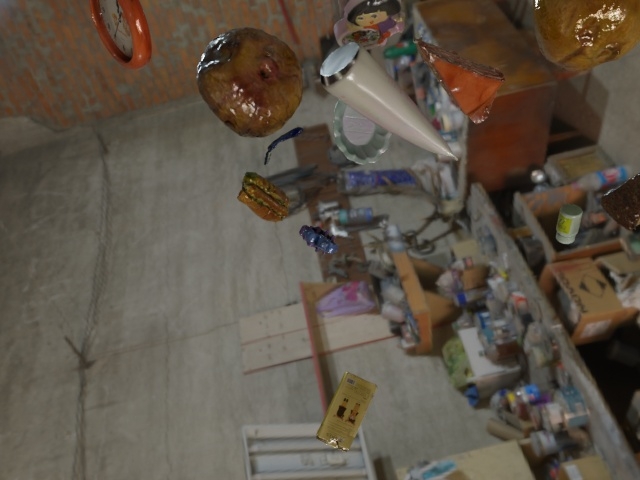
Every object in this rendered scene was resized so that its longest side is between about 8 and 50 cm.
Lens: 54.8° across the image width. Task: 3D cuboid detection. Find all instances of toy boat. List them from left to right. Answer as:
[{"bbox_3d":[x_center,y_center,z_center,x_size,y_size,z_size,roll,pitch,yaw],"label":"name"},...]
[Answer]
[{"bbox_3d":[0.122,-0.385,1.948,0.100,0.199,0.291,-165,77,-69],"label":"toy boat"}]

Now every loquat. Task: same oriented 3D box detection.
[{"bbox_3d":[0.637,-0.553,1.467,0.276,0.275,0.284,75,-175,-56],"label":"loquat"}]

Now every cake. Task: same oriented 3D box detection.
[{"bbox_3d":[0.324,-0.394,1.442,0.287,0.135,0.098,29,-143,-37],"label":"cake"},{"bbox_3d":[0.911,-0.163,1.784,0.135,0.112,0.246,45,151,39],"label":"cake"}]

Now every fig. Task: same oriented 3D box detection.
[{"bbox_3d":[-0.214,-0.393,1.683,0.368,0.286,0.286,-28,73,63],"label":"fig"}]

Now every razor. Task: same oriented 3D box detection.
[{"bbox_3d":[-0.096,-0.246,1.536,0.028,0.154,0.044,35,143,12],"label":"razor"}]

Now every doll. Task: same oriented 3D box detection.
[{"bbox_3d":[0.000,0.000,1.613,0.110,0.067,0.206,32,-177,-12],"label":"doll"}]

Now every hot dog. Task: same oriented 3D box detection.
[{"bbox_3d":[-0.165,-0.122,1.836,0.269,0.072,0.115,26,-97,-66],"label":"hot dog"}]

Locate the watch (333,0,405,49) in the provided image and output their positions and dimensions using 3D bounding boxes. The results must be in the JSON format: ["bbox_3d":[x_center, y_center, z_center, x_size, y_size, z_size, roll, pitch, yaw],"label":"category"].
[{"bbox_3d":[0.124,-0.662,1.667,0.244,0.196,0.232,54,-148,-74],"label":"watch"}]

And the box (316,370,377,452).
[{"bbox_3d":[0.053,0.347,1.254,0.149,0.073,0.020,-64,9,-5],"label":"box"}]

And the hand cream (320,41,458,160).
[{"bbox_3d":[0.154,-0.296,1.395,0.358,0.118,0.185,34,-177,-32],"label":"hand cream"}]

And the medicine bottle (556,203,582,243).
[{"bbox_3d":[0.548,-0.036,1.366,0.047,0.047,0.083,-101,5,-50],"label":"medicine bottle"}]

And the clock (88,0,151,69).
[{"bbox_3d":[-0.409,-0.452,1.268,0.205,0.051,0.205,35,142,32],"label":"clock"}]
